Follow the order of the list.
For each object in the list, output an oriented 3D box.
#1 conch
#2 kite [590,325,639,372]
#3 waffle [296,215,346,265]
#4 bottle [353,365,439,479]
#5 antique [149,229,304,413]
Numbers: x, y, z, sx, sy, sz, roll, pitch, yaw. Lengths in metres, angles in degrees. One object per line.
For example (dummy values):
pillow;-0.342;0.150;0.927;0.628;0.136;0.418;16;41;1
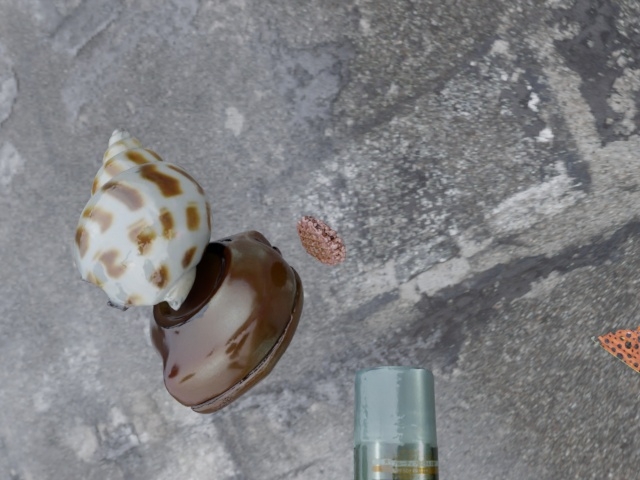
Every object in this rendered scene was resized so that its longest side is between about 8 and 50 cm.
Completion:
conch;-0.236;-0.038;1.048;0.275;0.183;0.149;47;124;42
kite;0.369;0.122;0.760;0.222;0.008;0.125;-34;62;48
waffle;0.000;0.000;1.040;0.075;0.029;0.083;35;156;17
bottle;0.071;0.262;0.733;0.082;0.082;0.286;-9;72;31
antique;-0.133;0.095;1.065;0.223;0.278;0.129;-23;124;30
